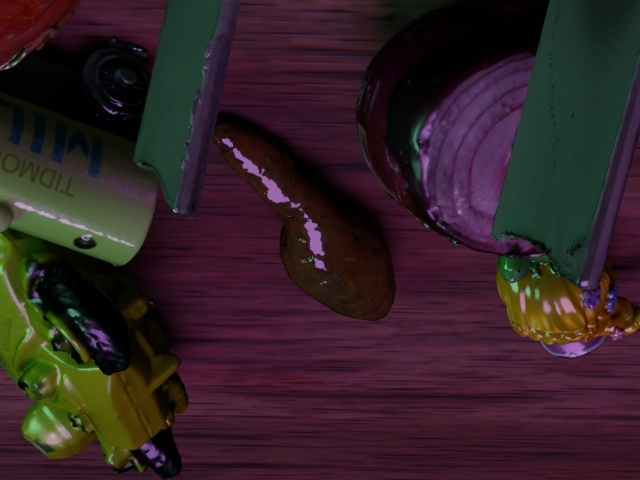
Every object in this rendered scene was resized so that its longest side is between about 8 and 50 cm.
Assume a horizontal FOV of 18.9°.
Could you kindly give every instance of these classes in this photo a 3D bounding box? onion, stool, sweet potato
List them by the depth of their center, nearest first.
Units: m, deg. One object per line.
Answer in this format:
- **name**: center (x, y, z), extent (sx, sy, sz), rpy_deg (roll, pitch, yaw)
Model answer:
- **stool**: center (0.049, -0.135, 1.076), extent (0.244, 0.170, 0.269), rpy_deg (12, 99, -16)
- **onion**: center (0.126, -0.104, 1.276), extent (0.195, 0.140, 0.218), rpy_deg (24, 102, -31)
- **sweet potato**: center (0.000, -0.001, 1.465), extent (0.075, 0.074, 0.269), rpy_deg (-17, 138, 23)

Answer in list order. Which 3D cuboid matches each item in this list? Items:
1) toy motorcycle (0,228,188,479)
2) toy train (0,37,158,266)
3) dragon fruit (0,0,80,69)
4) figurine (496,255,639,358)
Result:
- **toy motorcycle**: center (-0.197, 0.075, 1.493), extent (0.142, 0.206, 0.342), rpy_deg (-32, 155, -9)
- **toy train**: center (-0.212, -0.070, 1.289), extent (0.253, 0.157, 0.105), rpy_deg (20, 140, -26)
- **dragon fruit**: center (-0.216, -0.206, 1.043), extent (0.241, 0.241, 0.252), rpy_deg (-7, 153, 10)
- **figurine**: center (0.200, 0.036, 1.494), extent (0.115, 0.094, 0.156), rpy_deg (0, 151, 20)
